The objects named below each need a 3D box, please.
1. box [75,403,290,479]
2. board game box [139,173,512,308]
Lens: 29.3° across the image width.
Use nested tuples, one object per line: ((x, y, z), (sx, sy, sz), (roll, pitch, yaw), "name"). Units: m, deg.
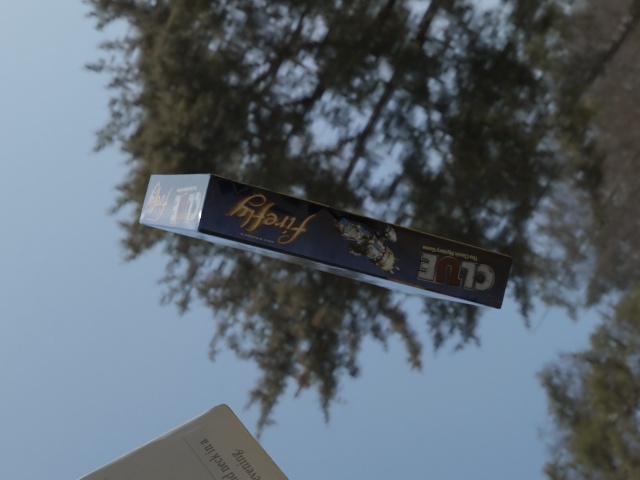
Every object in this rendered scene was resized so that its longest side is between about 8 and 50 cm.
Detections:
((-0.026, 0.193, 0.450), (0.119, 0.182, 0.181), (-26, -145, -18), "box")
((0.000, 0.000, 0.936), (0.243, 0.042, 0.165), (15, 177, -22), "board game box")
